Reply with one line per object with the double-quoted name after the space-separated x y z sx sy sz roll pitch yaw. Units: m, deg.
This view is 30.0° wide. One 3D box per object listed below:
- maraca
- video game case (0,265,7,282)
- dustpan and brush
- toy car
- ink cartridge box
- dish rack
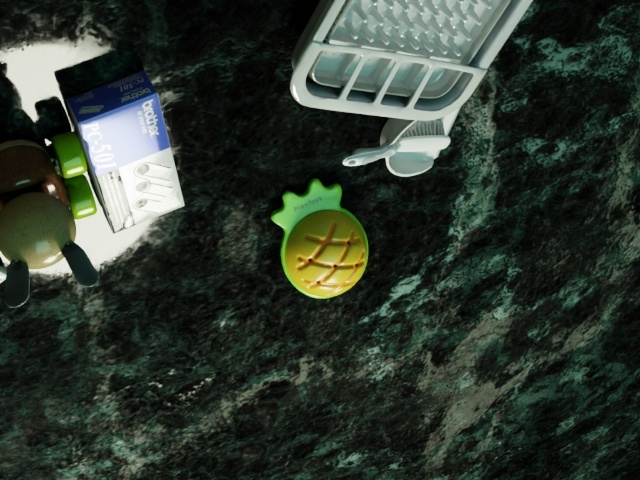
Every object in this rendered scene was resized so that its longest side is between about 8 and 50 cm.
0.000 0.000 1.676 0.127 0.099 0.186 -26 120 -10 "maraca"
-0.483 0.055 1.445 0.143 0.019 0.157 -38 146 11 "video game case"
0.109 -0.133 1.613 0.211 0.060 0.147 -8 140 -30 "dustpan and brush"
-0.317 -0.006 1.335 0.155 0.188 0.149 -18 144 -14 "toy car"
-0.227 -0.101 1.414 0.097 0.046 0.207 -23 145 -12 "ink cartridge box"
0.123 -0.295 1.407 0.285 0.072 0.333 2 134 -38 "dish rack"
